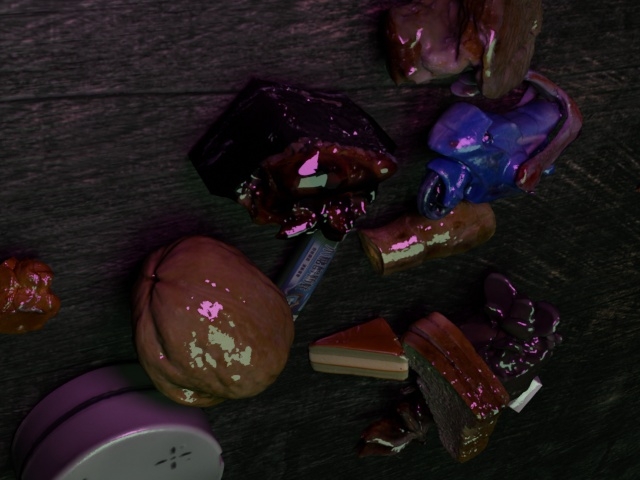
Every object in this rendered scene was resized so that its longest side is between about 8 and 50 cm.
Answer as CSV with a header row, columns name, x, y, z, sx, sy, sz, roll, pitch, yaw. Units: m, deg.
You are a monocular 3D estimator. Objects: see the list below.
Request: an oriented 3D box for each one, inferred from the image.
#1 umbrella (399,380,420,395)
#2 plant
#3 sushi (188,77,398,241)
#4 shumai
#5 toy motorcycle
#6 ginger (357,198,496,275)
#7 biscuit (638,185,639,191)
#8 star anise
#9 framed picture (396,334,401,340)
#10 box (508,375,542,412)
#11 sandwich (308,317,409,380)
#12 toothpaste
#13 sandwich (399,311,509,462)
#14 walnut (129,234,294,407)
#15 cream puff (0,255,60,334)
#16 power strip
name,x,y,z,sx,sy,sz,roll,pitch,yaw
umbrella,0.212,0.317,2.115,0.083,0.031,0.020,-19,168,-18
plant,0.369,0.210,2.001,0.188,0.199,0.276,-23,144,-23
sushi,-0.016,-0.104,1.421,0.215,0.212,0.227,-48,138,12
shumai,0.214,-0.344,1.454,0.272,0.203,0.222,-49,142,-39
toy motorcycle,0.276,-0.178,1.618,0.319,0.182,0.241,-21,102,-35
ginger,0.198,-0.016,1.742,0.263,0.116,0.109,-16,94,-17
biscuit,0.728,-0.127,2.088,0.081,0.018,0.083,23,111,-45
star anise,0.200,0.401,2.136,0.288,0.088,0.288,-25,150,-16
framed picture,0.113,0.232,1.975,0.149,0.011,0.109,15,117,-44
box,0.440,0.308,2.177,0.040,0.154,0.084,34,107,-16
sandwich,0.073,0.229,1.854,0.163,0.113,0.079,-17,131,-16
toothpaste,0.000,0.000,1.642,0.098,0.061,0.392,4,126,-41
sandwich,0.260,0.298,1.970,0.099,0.254,0.288,-34,154,-20
walnut,-0.174,0.127,1.506,0.283,0.227,0.283,-3,95,-49
cream puff,-0.432,0.077,1.382,0.116,0.094,0.122,-10,155,-25
power strip,-0.356,0.381,1.657,0.357,0.161,0.357,-19,136,-19
